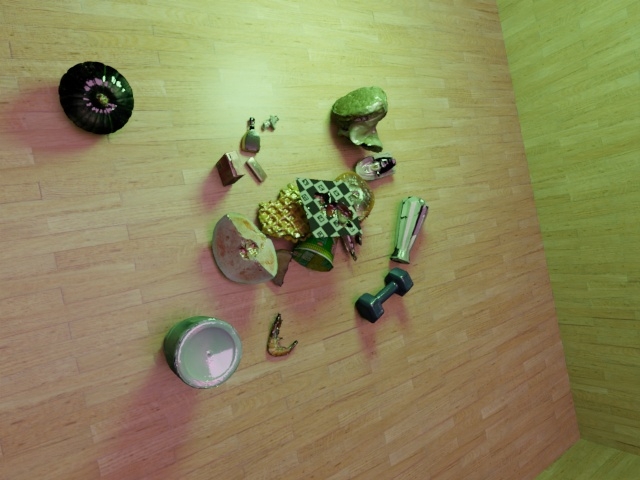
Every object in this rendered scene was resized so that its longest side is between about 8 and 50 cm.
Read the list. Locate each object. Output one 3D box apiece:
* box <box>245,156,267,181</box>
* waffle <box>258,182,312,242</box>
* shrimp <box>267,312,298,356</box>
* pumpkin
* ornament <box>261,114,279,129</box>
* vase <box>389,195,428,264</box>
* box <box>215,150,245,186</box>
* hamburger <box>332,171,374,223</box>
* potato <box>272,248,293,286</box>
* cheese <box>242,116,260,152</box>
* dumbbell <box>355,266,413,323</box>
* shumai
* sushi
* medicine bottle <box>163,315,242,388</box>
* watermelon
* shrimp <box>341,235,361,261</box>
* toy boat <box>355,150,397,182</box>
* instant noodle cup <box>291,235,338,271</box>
[{"bbox_3d":[-0.290,-0.322,1.884,0.048,0.025,0.115,-43,108,-26],"label":"box"},{"bbox_3d":[-0.142,-0.122,1.878,0.281,0.058,0.301,25,58,4],"label":"waffle"},{"bbox_3d":[-0.162,0.430,1.873,0.147,0.035,0.195,14,85,-27],"label":"shrimp"},{"bbox_3d":[-0.796,-0.508,1.485,0.249,0.216,0.250,-16,120,-30],"label":"pumpkin"},{"bbox_3d":[-0.231,-0.551,1.937,0.092,0.041,0.069,-17,116,-43],"label":"ornament"},{"bbox_3d":[0.478,-0.056,2.263,0.165,0.165,0.360,24,76,-28],"label":"vase"},{"bbox_3d":[-0.381,-0.301,1.750,0.060,0.156,0.112,-20,93,-31],"label":"box"},{"bbox_3d":[0.148,-0.205,2.056,0.243,0.146,0.286,4,65,-22],"label":"hamburger"},{"bbox_3d":[-0.192,0.109,1.880,0.100,0.089,0.172,13,110,-10],"label":"potato"},{"bbox_3d":[-0.313,-0.481,1.880,0.086,0.036,0.163,5,82,-29],"label":"cheese"},{"bbox_3d":[0.330,0.277,2.136,0.324,0.160,0.144,-34,71,-30],"label":"dumbbell"},{"bbox_3d":[0.221,-0.603,2.128,0.291,0.330,0.289,-29,125,6],"label":"shumai"},{"bbox_3d":[0.029,-0.138,1.879,0.292,0.059,0.294,-2,68,-34],"label":"sushi"},{"bbox_3d":[-0.457,0.402,1.547,0.244,0.290,0.245,4,83,-33],"label":"medicine bottle"},{"bbox_3d":[-0.326,0.039,1.766,0.322,0.188,0.175,63,27,-4],"label":"watermelon"},{"bbox_3d":[0.161,-0.026,2.116,0.145,0.059,0.255,-23,92,-42],"label":"shrimp"},{"bbox_3d":[0.308,-0.393,2.205,0.269,0.140,0.141,-24,98,-46],"label":"toy boat"},{"bbox_3d":[0.000,0.000,1.943,0.207,0.207,0.233,36,59,-24],"label":"instant noodle cup"}]
